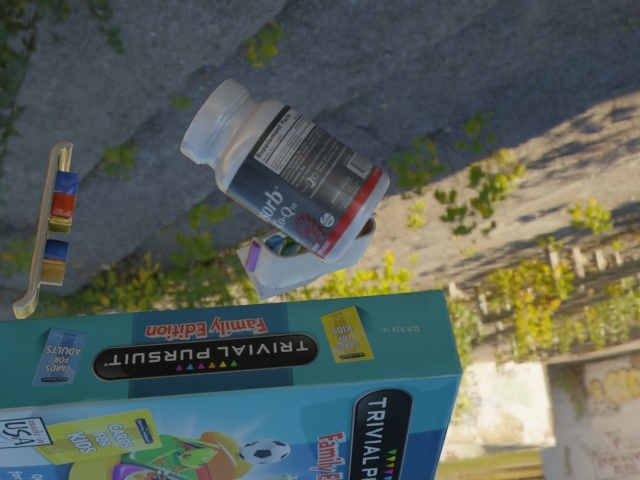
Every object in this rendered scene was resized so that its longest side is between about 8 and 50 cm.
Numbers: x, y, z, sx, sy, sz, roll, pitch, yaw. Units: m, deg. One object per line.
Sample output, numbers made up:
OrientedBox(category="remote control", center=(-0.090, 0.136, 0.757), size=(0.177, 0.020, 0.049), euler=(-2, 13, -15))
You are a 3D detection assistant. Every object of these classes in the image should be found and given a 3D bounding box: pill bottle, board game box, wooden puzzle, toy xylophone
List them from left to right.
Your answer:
OrientedBox(category="wooden puzzle", center=(-0.563, -0.009, 1.736), size=(0.081, 0.347, 0.322), euler=(14, 167, -17))
OrientedBox(category="board game box", center=(-0.075, 0.156, 0.654), size=(0.336, 0.079, 0.253), euler=(-4, 139, -4))
OrientedBox(category="pill bottle", center=(-0.069, -0.137, 1.573), size=(0.363, 0.210, 0.210), euler=(34, 154, -2))
OrientedBox(category="toy xylophone", center=(0.000, 0.000, 1.824), size=(0.323, 0.081, 0.236), euler=(-10, 147, -35))

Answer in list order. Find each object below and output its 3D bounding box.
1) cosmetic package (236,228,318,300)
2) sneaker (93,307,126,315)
OrientedBox(category="cosmetic package", center=(-0.081, 0.042, 2.108), size=(0.184, 0.151, 0.151), euler=(-23, -175, 38))
OrientedBox(category="sneaker", center=(-0.332, 0.160, 1.046), size=(0.212, 0.080, 0.094), euler=(-46, 177, -16))
